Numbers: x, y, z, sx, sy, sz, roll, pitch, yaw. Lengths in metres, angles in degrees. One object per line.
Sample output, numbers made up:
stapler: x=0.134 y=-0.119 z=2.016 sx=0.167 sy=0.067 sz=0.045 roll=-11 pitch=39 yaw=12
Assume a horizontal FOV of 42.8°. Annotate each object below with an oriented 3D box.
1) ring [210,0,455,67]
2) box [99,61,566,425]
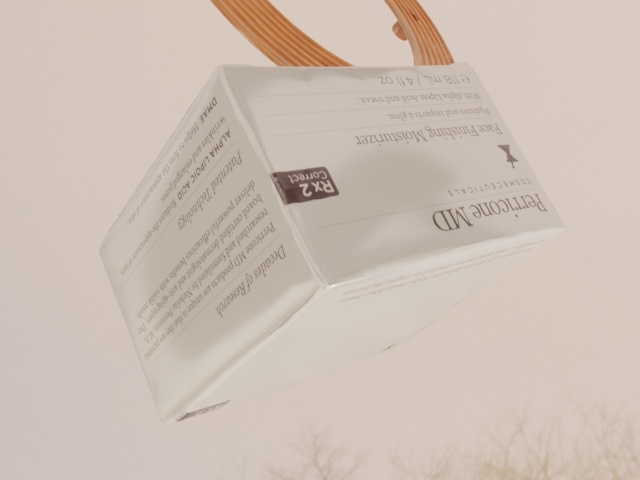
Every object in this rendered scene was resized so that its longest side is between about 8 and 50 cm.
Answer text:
ring: x=-0.004 y=-0.217 z=0.727 sx=0.336 sy=0.336 sz=0.032 roll=45 pitch=-56 yaw=0
box: x=0.000 y=0.000 z=0.461 sx=0.182 sy=0.181 sz=0.119 roll=-43 pitch=-114 yaw=45
